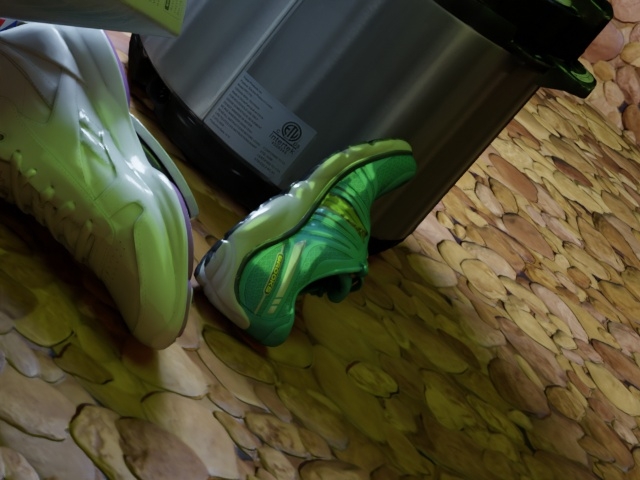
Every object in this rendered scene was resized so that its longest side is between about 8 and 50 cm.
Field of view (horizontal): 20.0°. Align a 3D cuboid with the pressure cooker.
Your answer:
[{"bbox_3d":[0.063,-0.237,1.804,0.370,0.420,0.375,24,25,-36],"label":"pressure cooker"}]

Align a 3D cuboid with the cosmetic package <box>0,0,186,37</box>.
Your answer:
[{"bbox_3d":[-0.235,-0.246,1.335,0.224,0.138,0.225,8,-6,20],"label":"cosmetic package"}]

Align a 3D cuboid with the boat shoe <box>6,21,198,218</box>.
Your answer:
[{"bbox_3d":[-0.197,-0.090,1.540,0.228,0.069,0.081,47,-20,6],"label":"boat shoe"}]

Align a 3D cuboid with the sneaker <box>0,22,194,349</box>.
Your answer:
[{"bbox_3d":[-0.197,-0.038,1.410,0.152,0.114,0.305,-14,62,-25],"label":"sneaker"}]

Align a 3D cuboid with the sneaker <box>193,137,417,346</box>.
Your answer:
[{"bbox_3d":[0.000,0.000,1.597,0.110,0.107,0.275,50,49,1],"label":"sneaker"}]

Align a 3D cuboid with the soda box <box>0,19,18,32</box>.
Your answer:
[{"bbox_3d":[-0.277,-0.259,1.700,0.091,0.098,0.286,35,21,-20],"label":"soda box"}]
